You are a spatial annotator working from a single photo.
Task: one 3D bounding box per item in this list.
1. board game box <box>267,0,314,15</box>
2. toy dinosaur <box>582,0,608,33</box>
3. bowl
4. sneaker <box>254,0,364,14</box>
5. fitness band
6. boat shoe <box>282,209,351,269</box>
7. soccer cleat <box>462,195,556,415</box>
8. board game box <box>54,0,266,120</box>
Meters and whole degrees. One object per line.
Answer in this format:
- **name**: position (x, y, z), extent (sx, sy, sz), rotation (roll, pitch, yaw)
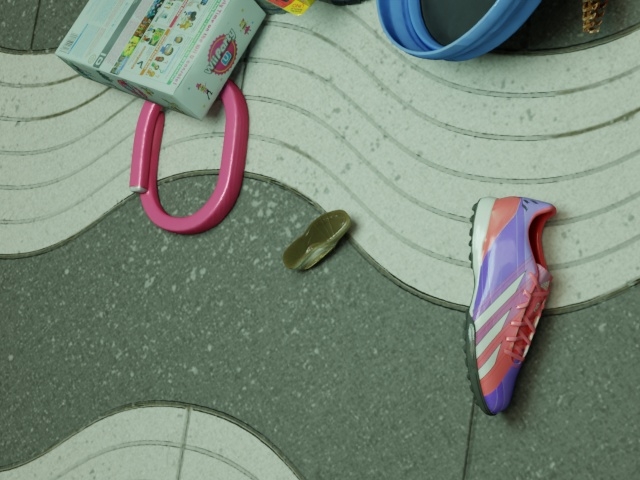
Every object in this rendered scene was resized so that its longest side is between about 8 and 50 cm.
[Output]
- **board game box**: position (0.000, -0.480, 1.880), extent (0.124, 0.039, 0.259), rotation (32, 81, 32)
- **toy dinosaur**: position (0.462, -0.451, 1.680), extent (0.218, 0.164, 0.321), rotation (24, 110, 45)
- **bowl**: position (0.227, -0.447, 1.725), extent (0.391, 0.077, 0.391), rotation (-32, 50, 49)
- **sneaker**: position (-0.039, -0.459, 1.963), extent (0.297, 0.111, 0.129), rotation (2, 69, 22)
- **fitness band**: position (-0.226, -0.156, 2.018), extent (0.209, 0.054, 0.290), rotation (2, 82, 28)
- **boat shoe**: position (0.000, 0.000, 1.871), extent (0.135, 0.045, 0.050), rotation (-37, 58, 22)
- **soccer cleat**: position (0.273, 0.091, 1.676), extent (0.116, 0.109, 0.318), rotation (-1, 77, 24)
- **board game box**: position (-0.278, -0.355, 2.018), extent (0.303, 0.097, 0.224), rotation (23, 78, 36)
